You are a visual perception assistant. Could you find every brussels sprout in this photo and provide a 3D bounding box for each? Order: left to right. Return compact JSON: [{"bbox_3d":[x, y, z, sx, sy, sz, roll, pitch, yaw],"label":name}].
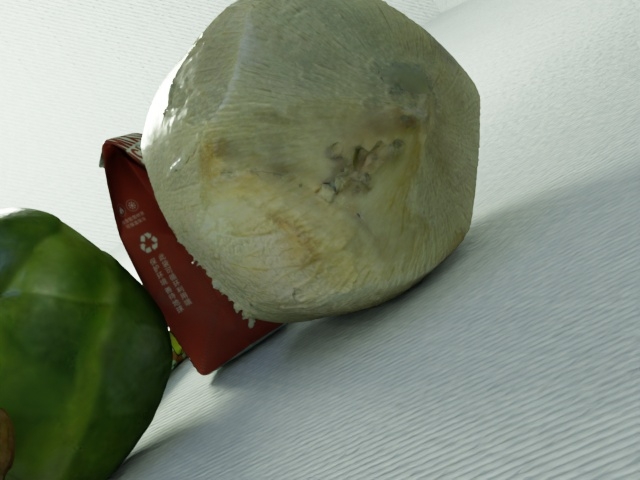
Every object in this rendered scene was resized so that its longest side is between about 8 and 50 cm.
[{"bbox_3d":[-0.340,0.126,1.477,0.371,0.276,0.315,5,73,37],"label":"brussels sprout"}]

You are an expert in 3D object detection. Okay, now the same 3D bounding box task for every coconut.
[{"bbox_3d":[-0.005,-0.092,1.379,0.346,0.346,0.360,-40,3,-30],"label":"coconut"}]

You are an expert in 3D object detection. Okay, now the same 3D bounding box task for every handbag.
[{"bbox_3d":[-0.157,-0.008,1.590,0.151,0.298,0.171,-32,10,7],"label":"handbag"}]

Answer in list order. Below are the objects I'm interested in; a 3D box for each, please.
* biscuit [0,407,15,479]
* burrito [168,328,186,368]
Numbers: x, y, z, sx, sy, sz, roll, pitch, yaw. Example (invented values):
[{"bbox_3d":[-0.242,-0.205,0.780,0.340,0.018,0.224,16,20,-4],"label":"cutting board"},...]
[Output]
[{"bbox_3d":[-0.379,0.285,1.282,0.290,0.041,0.208,-54,51,7],"label":"biscuit"},{"bbox_3d":[-0.253,0.187,1.689,0.104,0.054,0.288,-29,11,33],"label":"burrito"}]
